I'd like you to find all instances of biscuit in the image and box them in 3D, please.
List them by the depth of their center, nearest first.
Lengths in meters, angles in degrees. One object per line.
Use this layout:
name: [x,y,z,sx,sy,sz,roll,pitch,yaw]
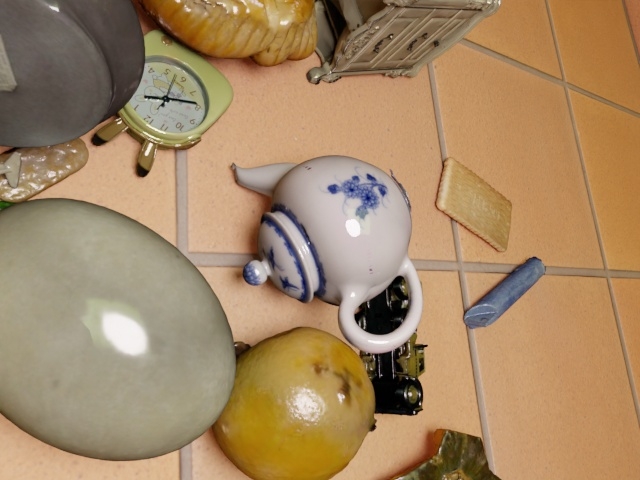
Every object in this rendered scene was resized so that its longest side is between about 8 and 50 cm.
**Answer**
biscuit: [-0.402,-0.109,0.685,0.071,0.018,0.147,53,54,-12]
biscuit: [0.389,-0.088,1.203,0.250,0.030,0.160,29,62,-24]

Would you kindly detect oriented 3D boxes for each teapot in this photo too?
teapot: [-0.363,-0.344,0.549,0.306,0.376,0.361,-1,61,-18]
teapot: [0.000,0.000,0.786,0.280,0.252,0.424,-27,63,-22]

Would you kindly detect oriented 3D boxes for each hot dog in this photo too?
hot dog: [-0.163,-0.471,0.839,0.368,0.196,0.365,-15,73,-43]

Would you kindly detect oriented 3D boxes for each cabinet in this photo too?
cabinet: [0.135,-0.496,0.994,0.318,0.290,0.227,-18,86,-34]

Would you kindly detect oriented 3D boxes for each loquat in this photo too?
loquat: [-0.044,0.236,0.707,0.244,0.244,0.243,10,71,-31]

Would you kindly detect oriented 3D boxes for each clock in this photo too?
clock: [-0.261,-0.218,0.782,0.170,0.069,0.231,38,60,-20]

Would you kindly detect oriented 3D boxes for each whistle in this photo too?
whistle: [0.453,0.126,1.164,0.304,0.062,0.062,-28,93,-36]

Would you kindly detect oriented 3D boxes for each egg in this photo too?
egg: [-0.259,0.105,0.573,0.352,0.258,0.258,50,55,-11]

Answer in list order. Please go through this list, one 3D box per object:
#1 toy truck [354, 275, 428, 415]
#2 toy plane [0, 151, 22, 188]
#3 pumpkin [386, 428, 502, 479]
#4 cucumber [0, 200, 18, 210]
toy truck: [0.138,0.191,0.901,0.127,0.127,0.256,17,67,-45]
toy plane: [-0.521,-0.126,0.567,0.287,0.092,0.108,23,36,-18]
pumpkin: [0.245,0.486,0.898,0.290,0.095,0.258,-27,96,-33]
cucumber: [-0.452,-0.043,0.620,0.168,0.039,0.039,12,70,-33]
